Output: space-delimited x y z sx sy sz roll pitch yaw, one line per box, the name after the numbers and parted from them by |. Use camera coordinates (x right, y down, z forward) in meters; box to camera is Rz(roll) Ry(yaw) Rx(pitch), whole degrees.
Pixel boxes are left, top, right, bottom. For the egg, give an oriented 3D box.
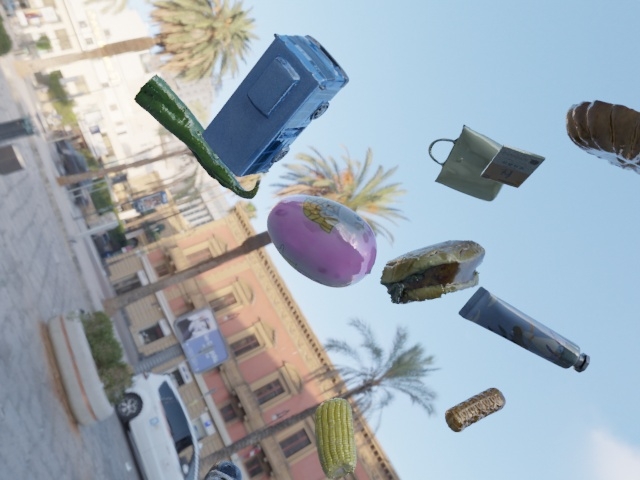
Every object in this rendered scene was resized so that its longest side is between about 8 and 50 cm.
0.000 0.000 1.121 0.271 0.196 0.196 17 -36 5 | egg

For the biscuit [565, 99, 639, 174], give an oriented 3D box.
0.733 -0.227 1.133 0.326 0.326 0.107 40 -72 48 | biscuit

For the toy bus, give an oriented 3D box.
-0.077 -0.221 0.800 0.234 0.133 0.116 -43 -96 27 | toy bus

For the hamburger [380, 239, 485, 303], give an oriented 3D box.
0.306 0.075 1.232 0.211 0.309 0.132 -23 -101 47 | hamburger

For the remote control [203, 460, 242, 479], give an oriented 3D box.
-0.210 0.538 0.921 0.090 0.265 0.066 33 -57 -10 | remote control

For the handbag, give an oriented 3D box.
0.560 -0.295 1.828 0.316 0.109 0.241 26 -70 3 | handbag

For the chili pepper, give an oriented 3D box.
-0.271 -0.223 1.088 0.359 0.085 0.076 45 11 0 | chili pepper

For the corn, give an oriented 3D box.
0.031 0.403 0.992 0.165 0.085 0.063 -102 -170 -59 | corn

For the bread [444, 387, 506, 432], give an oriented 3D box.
0.336 0.365 1.042 0.052 0.157 0.044 58 -29 31 | bread

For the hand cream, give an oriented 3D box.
0.431 0.194 1.012 0.271 0.058 0.091 29 -53 2 | hand cream

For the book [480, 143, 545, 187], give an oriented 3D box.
0.538 -0.206 1.357 0.118 0.012 0.172 19 -20 5 | book
